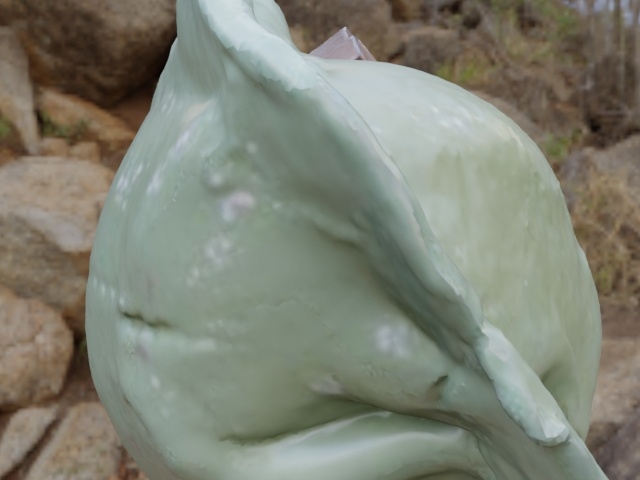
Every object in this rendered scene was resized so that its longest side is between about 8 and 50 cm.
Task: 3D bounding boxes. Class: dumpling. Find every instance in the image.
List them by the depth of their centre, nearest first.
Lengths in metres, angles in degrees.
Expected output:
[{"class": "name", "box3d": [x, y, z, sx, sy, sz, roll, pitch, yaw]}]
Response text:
[{"class": "dumpling", "box3d": [0.031, 0.036, 0.494, 0.320, 0.212, 0.270, 33, -31, -31]}]

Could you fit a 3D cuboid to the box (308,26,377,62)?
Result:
[{"class": "box", "box3d": [0.000, 0.000, 0.775, 0.215, 0.215, 0.086, -36, 26, 13]}]
